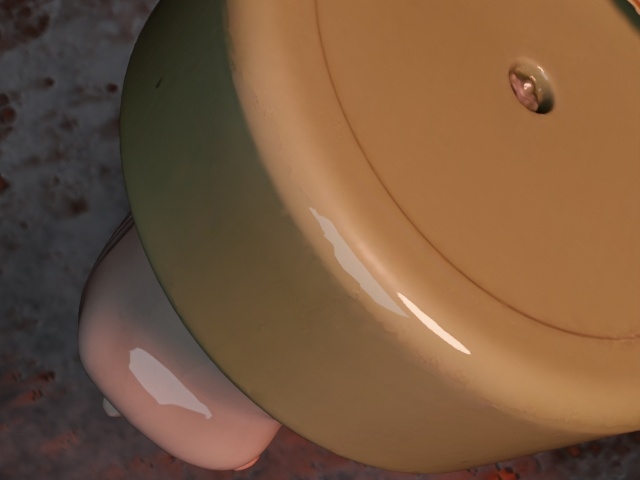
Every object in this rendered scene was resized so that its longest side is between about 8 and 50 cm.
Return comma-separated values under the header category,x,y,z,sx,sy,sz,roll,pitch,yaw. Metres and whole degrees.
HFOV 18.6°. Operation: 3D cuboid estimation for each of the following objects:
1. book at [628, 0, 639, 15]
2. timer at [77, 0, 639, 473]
category,x,y,z,sx,sy,sz,roll,pitch,yaw
book,0.263,-0.230,0.805,0.374,0.028,0.262,-40,98,10
timer,0.000,0.000,0.901,0.291,0.291,0.315,46,135,-8
